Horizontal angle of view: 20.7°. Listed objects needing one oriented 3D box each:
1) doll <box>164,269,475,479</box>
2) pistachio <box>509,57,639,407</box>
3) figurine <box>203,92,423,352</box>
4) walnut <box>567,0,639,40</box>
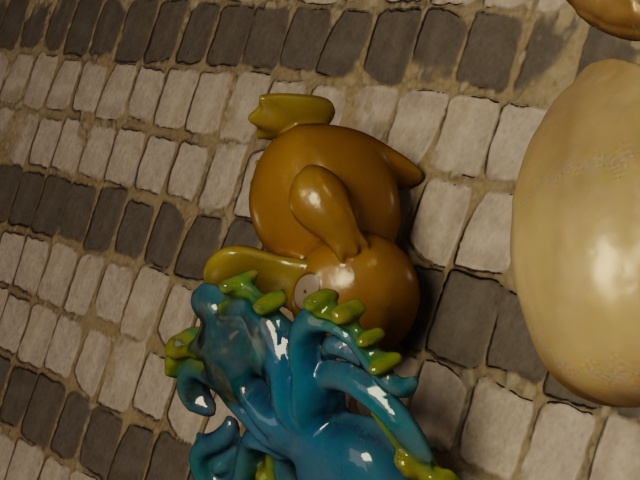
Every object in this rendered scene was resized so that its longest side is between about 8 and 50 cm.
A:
[{"bbox_3d":[-0.004,0.167,1.546,0.341,0.099,0.346,53,140,18],"label":"doll"},{"bbox_3d":[0.246,-0.001,1.247,0.321,0.229,0.238,-102,17,-54],"label":"pistachio"},{"bbox_3d":[0.006,-0.007,1.633,0.215,0.215,0.228,-27,38,47],"label":"figurine"},{"bbox_3d":[0.273,-0.266,1.327,0.257,0.224,0.257,-26,53,41],"label":"walnut"}]
